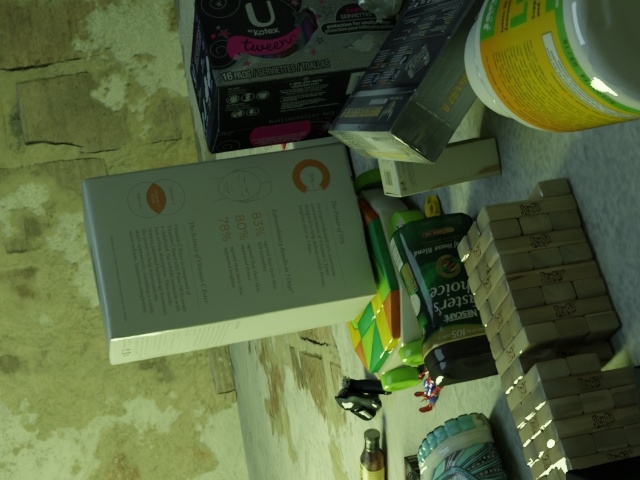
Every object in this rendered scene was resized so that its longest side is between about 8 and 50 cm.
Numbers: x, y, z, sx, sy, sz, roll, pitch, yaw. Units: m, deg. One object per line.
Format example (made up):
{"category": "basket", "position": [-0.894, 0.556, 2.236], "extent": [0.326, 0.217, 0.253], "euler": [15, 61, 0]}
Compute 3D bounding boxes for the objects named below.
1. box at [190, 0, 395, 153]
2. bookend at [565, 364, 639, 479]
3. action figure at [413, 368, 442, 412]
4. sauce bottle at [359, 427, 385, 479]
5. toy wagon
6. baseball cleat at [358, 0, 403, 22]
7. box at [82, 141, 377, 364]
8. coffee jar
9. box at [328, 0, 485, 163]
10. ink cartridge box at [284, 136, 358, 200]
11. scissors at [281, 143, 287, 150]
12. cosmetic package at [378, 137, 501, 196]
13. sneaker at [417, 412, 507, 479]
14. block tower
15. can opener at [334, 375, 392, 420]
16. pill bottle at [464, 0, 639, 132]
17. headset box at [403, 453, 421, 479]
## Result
{"category": "box", "position": [-0.034, -0.227, 1.524], "extent": [0.163, 0.247, 0.142], "euler": [107, 150, -61]}
{"category": "bookend", "position": [0.240, 0.154, 0.834], "extent": [0.072, 0.157, 0.156], "euler": [175, 85, -76]}
{"category": "action figure", "position": [0.144, 0.190, 1.550], "extent": [0.115, 0.030, 0.038], "euler": [106, 157, -57]}
{"category": "sauce bottle", "position": [0.083, 0.358, 1.890], "extent": [0.042, 0.042, 0.128], "euler": [-124, 29, -61]}
{"category": "toy wagon", "position": [0.092, 0.041, 1.575], "extent": [0.344, 0.068, 0.267], "euler": [110, 148, -65]}
{"category": "baseball cleat", "position": [0.065, -0.357, 1.403], "extent": [0.206, 0.072, 0.109], "euler": [61, -139, -58]}
{"category": "box", "position": [-0.125, 0.018, 1.566], "extent": [0.168, 0.345, 0.215], "euler": [121, 138, -70]}
{"category": "coffee jar", "position": [0.145, 0.066, 1.308], "extent": [0.079, 0.096, 0.184], "euler": [104, 153, -66]}
{"category": "box", "position": [0.104, -0.169, 1.181], "extent": [0.183, 0.056, 0.231], "euler": [-58, 15, -4]}
{"category": "ink cartridge box", "position": [0.003, -0.048, 1.843], "extent": [0.153, 0.087, 0.208], "euler": [126, 133, -72]}
{"category": "scissors", "position": [-0.071, -0.206, 2.056], "extent": [0.109, 0.021, 0.297], "euler": [-107, 0, -53]}
{"category": "cosmetic package", "position": [0.125, -0.078, 1.248], "extent": [0.060, 0.115, 0.041], "euler": [-159, 57, -76]}
{"category": "sneaker", "position": [0.158, 0.336, 1.417], "extent": [0.283, 0.110, 0.122], "euler": [95, 158, -46]}
{"category": "block tower", "position": [0.216, 0.116, 1.049], "extent": [0.091, 0.097, 0.335], "euler": [110, 150, -63]}
{"category": "can opener", "position": [0.073, 0.240, 1.850], "extent": [0.059, 0.073, 0.186], "euler": [-62, 7, -17]}
{"category": "pill bottle", "position": [0.193, -0.150, 0.862], "extent": [0.246, 0.136, 0.136], "euler": [-179, 80, -77]}
{"category": "headset box", "position": [0.142, 0.338, 1.643], "extent": [0.083, 0.032, 0.062], "euler": [-138, 41, -71]}
